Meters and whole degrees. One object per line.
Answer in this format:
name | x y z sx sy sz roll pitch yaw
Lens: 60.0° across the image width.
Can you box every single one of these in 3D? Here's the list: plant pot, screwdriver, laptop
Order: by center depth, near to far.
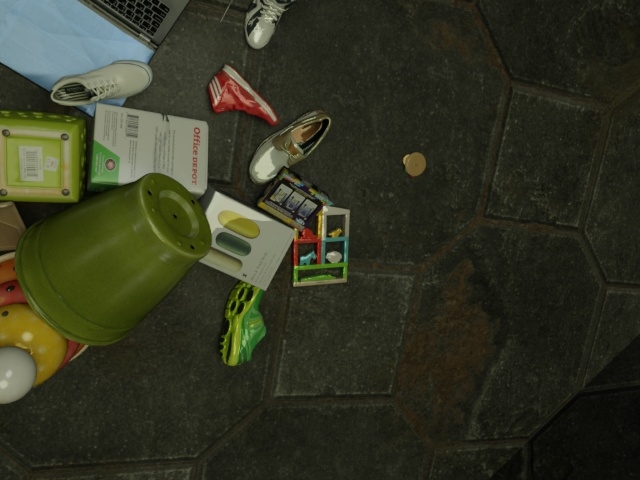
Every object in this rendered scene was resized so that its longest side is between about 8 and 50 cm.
laptop | -0.578 -0.550 1.342 0.382 0.408 0.236 31 57 -26
plant pot | -0.472 0.020 1.371 0.353 0.366 0.366 -30 115 20
plant pot | -0.707 -0.203 1.383 0.227 0.207 0.228 1 103 -22
screwdriver | -0.244 -0.688 1.558 0.024 0.025 0.169 27 101 -25

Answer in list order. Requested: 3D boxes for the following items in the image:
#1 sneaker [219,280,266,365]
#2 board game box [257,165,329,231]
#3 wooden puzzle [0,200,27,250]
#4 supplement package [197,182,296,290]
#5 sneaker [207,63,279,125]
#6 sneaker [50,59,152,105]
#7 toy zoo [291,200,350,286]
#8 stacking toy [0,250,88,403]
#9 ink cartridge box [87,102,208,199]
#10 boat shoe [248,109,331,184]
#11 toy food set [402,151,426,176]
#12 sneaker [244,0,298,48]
sneaker | -0.232 0.249 1.749 0.124 0.109 0.295 12 96 -48
board game box | -0.083 -0.124 1.674 0.170 0.048 0.141 31 116 -25
wooden puzzle | -0.850 -0.034 1.369 0.221 0.238 0.044 -5 64 -15
supplement package | -0.250 -0.014 1.611 0.263 0.198 0.199 27 92 -25
sneaker | -0.233 -0.388 1.605 0.128 0.087 0.221 -45 102 3
sneaker | -0.553 -0.386 1.401 0.258 0.091 0.094 -13 127 5
toy zoo | 0.000 0.000 1.806 0.192 0.030 0.293 -4 104 -21
stacking toy | -0.713 0.237 1.333 0.351 0.480 0.350 -5 105 -20
ink cartridge box | -0.458 -0.225 1.479 0.289 0.121 0.211 5 78 -26
boat shoe | -0.094 -0.284 1.661 0.302 0.103 0.113 -45 114 -6
toy food set | 0.320 -0.257 1.876 0.083 0.020 0.082 -20 109 -16
sneaker | -0.131 -0.650 1.533 0.094 0.153 0.235 29 91 -24
